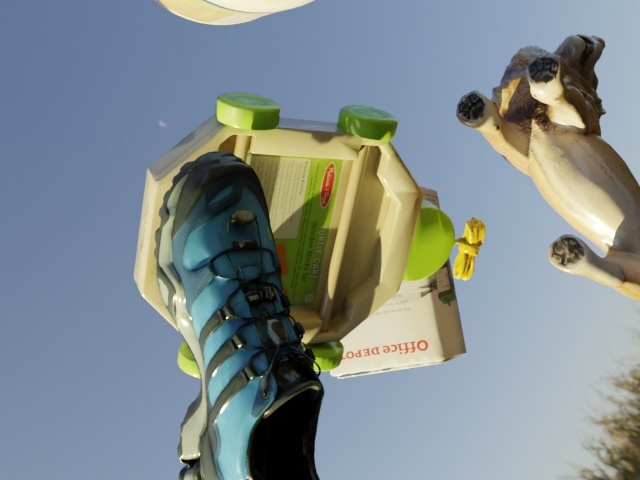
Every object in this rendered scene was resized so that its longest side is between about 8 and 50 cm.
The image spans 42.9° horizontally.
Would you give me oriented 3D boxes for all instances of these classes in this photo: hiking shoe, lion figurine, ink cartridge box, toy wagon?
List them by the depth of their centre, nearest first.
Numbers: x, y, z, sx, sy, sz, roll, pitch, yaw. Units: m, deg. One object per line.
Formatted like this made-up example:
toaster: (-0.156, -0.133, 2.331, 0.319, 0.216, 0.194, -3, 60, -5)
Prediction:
hiking shoe: (-0.047, 0.080, 0.647, 0.113, 0.132, 0.303, -14, -77, -44)
lion figurine: (0.269, -0.047, 0.781, 0.142, 0.392, 0.240, -32, -26, 24)
toy wagon: (0.000, 0.000, 0.788, 0.345, 0.068, 0.267, 1, -66, -27)
ink cartridge box: (0.083, 0.055, 1.043, 0.093, 0.160, 0.219, 4, -105, -61)

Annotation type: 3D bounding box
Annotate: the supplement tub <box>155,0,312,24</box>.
supplement tub: (-0.057, -0.213, 0.516, 0.145, 0.200, 0.144, -4, -77, -16)
